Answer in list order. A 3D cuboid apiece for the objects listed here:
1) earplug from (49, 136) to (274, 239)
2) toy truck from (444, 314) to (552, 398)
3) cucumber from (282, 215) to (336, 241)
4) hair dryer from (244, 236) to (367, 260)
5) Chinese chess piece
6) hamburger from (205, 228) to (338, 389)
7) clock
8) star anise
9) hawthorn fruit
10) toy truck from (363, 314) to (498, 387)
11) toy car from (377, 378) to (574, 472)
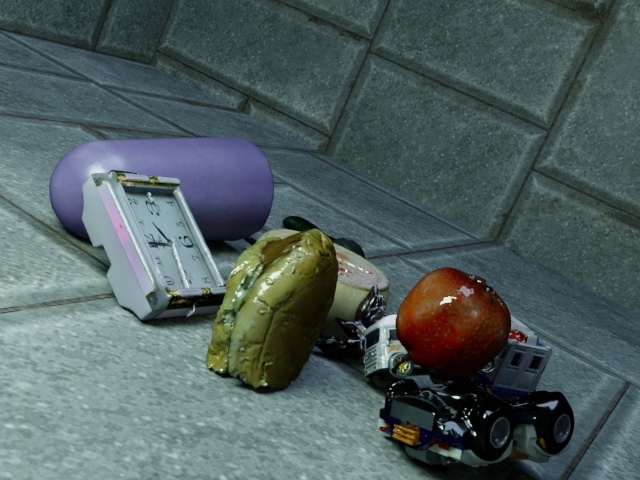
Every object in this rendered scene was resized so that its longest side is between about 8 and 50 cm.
[{"bbox_3d":[-0.295,-0.090,1.553,0.215,0.215,0.456,30,19,26],"label":"earplug"},{"bbox_3d":[0.276,0.183,1.520,0.124,0.155,0.268,14,16,-31],"label":"toy truck"},{"bbox_3d":[0.000,0.000,1.983,0.056,0.056,0.284,8,16,-48],"label":"cucumber"},{"bbox_3d":[-0.032,0.034,1.765,0.272,0.091,0.235,7,6,-11],"label":"hair dryer"},{"bbox_3d":[-0.007,0.079,1.551,0.270,0.112,0.270,21,14,-5],"label":"Chinese chess piece"},{"bbox_3d":[-0.055,0.081,1.256,0.133,0.211,0.309,21,14,11],"label":"hamburger"},{"bbox_3d":[-0.253,0.012,1.312,0.186,0.083,0.253,1,57,-57],"label":"clock"},{"bbox_3d":[0.096,0.157,1.420,0.213,0.053,0.157,23,53,-1],"label":"star anise"},{"bbox_3d":[0.179,0.134,1.237,0.157,0.194,0.157,48,7,-8],"label":"hawthorn fruit"},{"bbox_3d":[0.180,0.168,1.352,0.227,0.114,0.098,0,-19,-19],"label":"toy truck"},{"bbox_3d":[0.215,0.261,1.206,0.301,0.117,0.193,5,3,-43],"label":"toy car"}]
